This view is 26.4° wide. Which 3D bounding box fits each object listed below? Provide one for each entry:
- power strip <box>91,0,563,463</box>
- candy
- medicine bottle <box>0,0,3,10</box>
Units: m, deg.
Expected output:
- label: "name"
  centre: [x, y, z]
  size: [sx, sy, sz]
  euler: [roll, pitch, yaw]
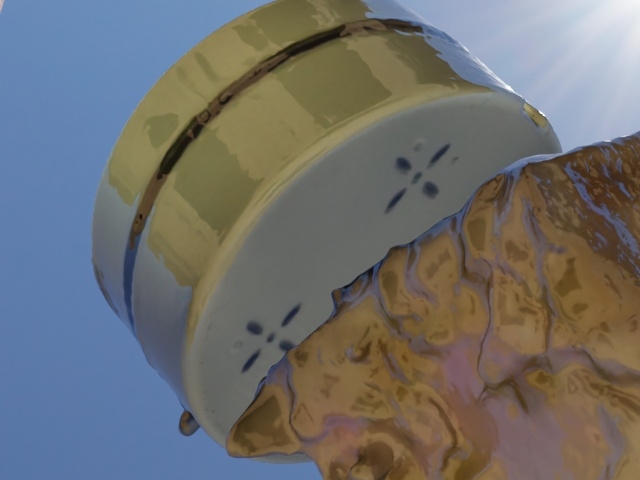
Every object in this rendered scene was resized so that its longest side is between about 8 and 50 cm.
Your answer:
- label: "power strip"
  centre: [0.000, 0.000, 1.024]
  size: [0.357, 0.357, 0.161]
  euler: [-36, -130, -10]
- label: "candy"
  centre: [0.098, 0.050, 0.524]
  size: [0.195, 0.185, 0.137]
  euler: [-17, -107, -45]
- label: "medicine bottle"
  centre: [-0.282, -0.121, 0.829]
  size: [0.139, 0.139, 0.225]
  euler: [-6, -142, 10]
